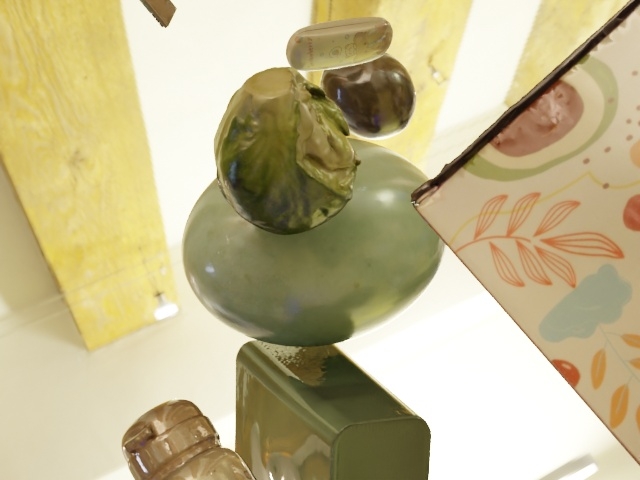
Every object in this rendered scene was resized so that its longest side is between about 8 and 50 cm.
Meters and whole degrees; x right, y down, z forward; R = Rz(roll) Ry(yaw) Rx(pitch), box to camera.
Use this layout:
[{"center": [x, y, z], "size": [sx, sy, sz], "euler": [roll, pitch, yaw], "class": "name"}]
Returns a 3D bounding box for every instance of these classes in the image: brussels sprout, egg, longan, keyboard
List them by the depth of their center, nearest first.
[{"center": [-0.047, -0.091, 1.013], "size": [0.145, 0.131, 0.183], "euler": [-20, -59, 26], "class": "brussels sprout"}, {"center": [0.000, 0.000, 1.248], "size": [0.388, 0.276, 0.276], "euler": [-8, -31, -32], "class": "egg"}, {"center": [-0.271, -0.386, 1.368], "size": [0.017, 0.055, 0.166], "euler": [-17, -50, 30], "class": "keyboard"}, {"center": [0.103, -0.305, 1.946], "size": [0.212, 0.198, 0.198], "euler": [39, -64, -22], "class": "longan"}]

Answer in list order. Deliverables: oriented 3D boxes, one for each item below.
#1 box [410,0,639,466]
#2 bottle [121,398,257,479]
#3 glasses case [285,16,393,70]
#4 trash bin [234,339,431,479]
[{"center": [0.327, 0.000, 0.736], "size": [0.344, 0.385, 0.122], "euler": [-42, -20, 8], "class": "box"}, {"center": [-0.089, 0.235, 0.803], "size": [0.097, 0.209, 0.110], "euler": [-38, -17, 12], "class": "bottle"}, {"center": [0.034, -0.340, 1.622], "size": [0.204, 0.051, 0.081], "euler": [-15, -36, -23], "class": "glasses case"}, {"center": [0.003, 0.281, 1.261], "size": [0.158, 0.223, 0.343], "euler": [-2, 11, -20], "class": "trash bin"}]
